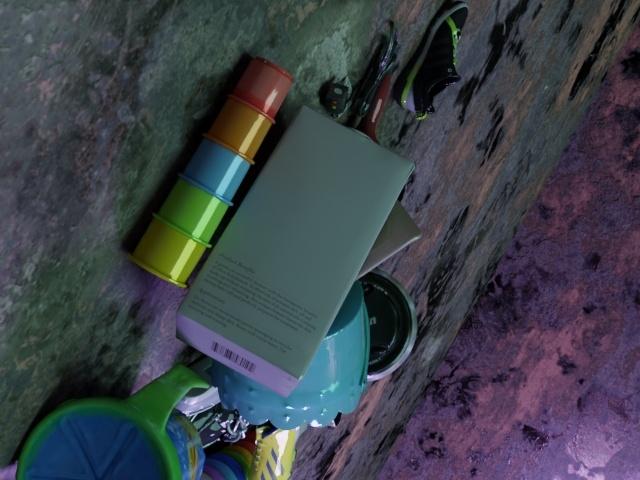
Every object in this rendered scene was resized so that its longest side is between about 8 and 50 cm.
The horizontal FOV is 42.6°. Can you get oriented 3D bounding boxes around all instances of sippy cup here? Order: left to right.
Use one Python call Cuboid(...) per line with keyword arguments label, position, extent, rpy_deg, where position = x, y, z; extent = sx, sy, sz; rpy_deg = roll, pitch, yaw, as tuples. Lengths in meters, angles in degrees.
Cuboid(label="sippy cup", position=(-0.279, 0.332, 1.194), extent=(0.305, 0.240, 0.224), rpy_deg=(-21, 173, 10))

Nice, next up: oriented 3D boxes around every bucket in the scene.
Cuboid(label="bucket", position=(-0.050, 0.155, 1.366), extent=(0.281, 0.281, 0.183), rpy_deg=(-38, 142, -42))

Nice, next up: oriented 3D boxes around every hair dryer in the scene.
Cuboid(label="hair dryer", position=(0.095, -0.212, 1.441), extent=(0.223, 0.080, 0.294), rpy_deg=(-47, 156, -27))

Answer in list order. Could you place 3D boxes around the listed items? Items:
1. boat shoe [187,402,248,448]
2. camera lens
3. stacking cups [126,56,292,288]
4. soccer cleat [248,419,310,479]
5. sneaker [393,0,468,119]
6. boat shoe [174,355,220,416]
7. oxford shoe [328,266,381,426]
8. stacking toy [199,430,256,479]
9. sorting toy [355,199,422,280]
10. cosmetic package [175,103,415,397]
Cuboid(label="boat shoe", position=(-0.170, 0.319, 1.537), extent=(0.306, 0.105, 0.113), rpy_deg=(-40, 152, -38))
Cuboid(label="camera lens", position=(0.078, 0.165, 1.649), extent=(0.219, 0.219, 0.274), rpy_deg=(-57, 175, -2))
Cuboid(label="stacking cups", position=(-0.144, -0.096, 1.096), extent=(0.316, 0.096, 0.096), rpy_deg=(-63, 158, -3))
Cuboid(label="soccer cleat", position=(-0.092, 0.382, 1.588), extent=(0.121, 0.093, 0.289), rpy_deg=(10, 117, -38))
Cuboid(label="sneaker", position=(0.232, -0.333, 1.547), extent=(0.235, 0.097, 0.084), rpy_deg=(-59, 159, 2))
Cuboid(label="boat shoe", position=(-0.179, 0.243, 1.471), extent=(0.227, 0.079, 0.081), rpy_deg=(-25, 148, -44))
Cuboid(label="oxford shoe", position=(0.070, 0.239, 1.883), extent=(0.140, 0.146, 0.397), rpy_deg=(-4, 121, -61))
Cuboid(label="stacking toy", position=(-0.188, 0.479, 1.703), extent=(0.330, 0.141, 0.141), rpy_deg=(-24, 140, -65))
Cuboid(label="sorting toy", position=(0.036, -0.015, 1.342), extent=(0.208, 0.193, 0.038), rpy_deg=(-32, 144, 0))
Cuboid(label="cosmetic package", position=(-0.036, 0.013, 1.186), extent=(0.366, 0.197, 0.155), rpy_deg=(-60, 178, -23))
